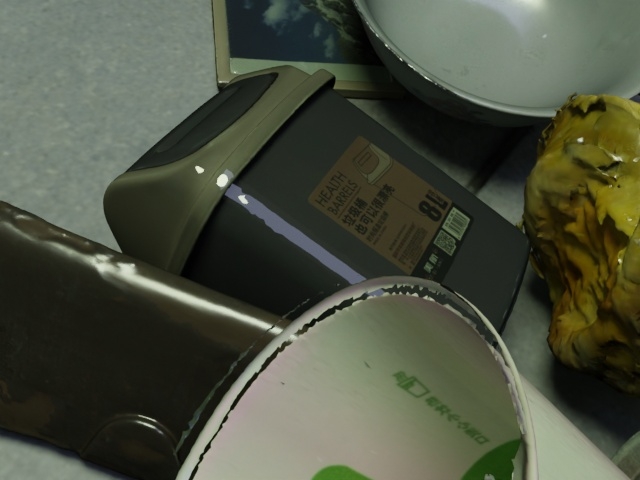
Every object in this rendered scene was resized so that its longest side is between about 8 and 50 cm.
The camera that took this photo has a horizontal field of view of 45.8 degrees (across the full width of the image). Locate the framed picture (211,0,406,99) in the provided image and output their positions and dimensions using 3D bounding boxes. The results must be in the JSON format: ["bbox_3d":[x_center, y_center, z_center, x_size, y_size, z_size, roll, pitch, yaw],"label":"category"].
[{"bbox_3d":[-0.023,-0.272,0.857,0.208,0.019,0.281,-1,60,-15],"label":"framed picture"}]

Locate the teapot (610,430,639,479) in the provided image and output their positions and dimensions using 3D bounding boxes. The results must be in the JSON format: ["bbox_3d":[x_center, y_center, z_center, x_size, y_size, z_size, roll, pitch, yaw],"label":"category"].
[{"bbox_3d":[0.357,0.293,0.474,0.312,0.233,0.315,14,64,-11],"label":"teapot"}]

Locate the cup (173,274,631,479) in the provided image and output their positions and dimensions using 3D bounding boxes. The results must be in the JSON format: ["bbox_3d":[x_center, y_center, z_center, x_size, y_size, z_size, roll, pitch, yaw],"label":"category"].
[{"bbox_3d":[0.079,0.188,0.378,0.274,0.253,0.253,34,51,-26],"label":"cup"}]

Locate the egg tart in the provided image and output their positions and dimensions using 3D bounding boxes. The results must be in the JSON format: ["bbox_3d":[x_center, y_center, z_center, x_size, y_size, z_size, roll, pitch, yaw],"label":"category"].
[{"bbox_3d":[0.229,0.027,0.577,0.132,0.297,0.297,-25,66,-6],"label":"egg tart"}]

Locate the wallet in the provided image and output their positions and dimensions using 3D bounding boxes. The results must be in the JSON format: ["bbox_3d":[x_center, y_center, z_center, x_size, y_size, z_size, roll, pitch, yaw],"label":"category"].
[{"bbox_3d":[-0.107,0.098,0.518,0.309,0.165,0.042,21,19,1],"label":"wallet"}]

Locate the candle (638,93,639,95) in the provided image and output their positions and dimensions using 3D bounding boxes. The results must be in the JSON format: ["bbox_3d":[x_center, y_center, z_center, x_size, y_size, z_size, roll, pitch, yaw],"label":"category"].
[{"bbox_3d":[0.464,-0.161,0.839,0.168,0.192,0.068,37,42,-45],"label":"candle"}]

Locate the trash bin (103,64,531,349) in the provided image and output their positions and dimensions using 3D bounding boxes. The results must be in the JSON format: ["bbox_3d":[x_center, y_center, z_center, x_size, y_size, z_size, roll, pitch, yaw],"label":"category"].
[{"bbox_3d":[0.000,0.000,0.594,0.290,0.182,0.209,35,46,2],"label":"trash bin"}]

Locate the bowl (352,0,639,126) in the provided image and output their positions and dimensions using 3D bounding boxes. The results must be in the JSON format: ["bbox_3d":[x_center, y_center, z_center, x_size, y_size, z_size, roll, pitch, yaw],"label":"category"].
[{"bbox_3d":[0.175,-0.235,0.787,0.345,0.157,0.346,3,66,-6],"label":"bowl"}]
